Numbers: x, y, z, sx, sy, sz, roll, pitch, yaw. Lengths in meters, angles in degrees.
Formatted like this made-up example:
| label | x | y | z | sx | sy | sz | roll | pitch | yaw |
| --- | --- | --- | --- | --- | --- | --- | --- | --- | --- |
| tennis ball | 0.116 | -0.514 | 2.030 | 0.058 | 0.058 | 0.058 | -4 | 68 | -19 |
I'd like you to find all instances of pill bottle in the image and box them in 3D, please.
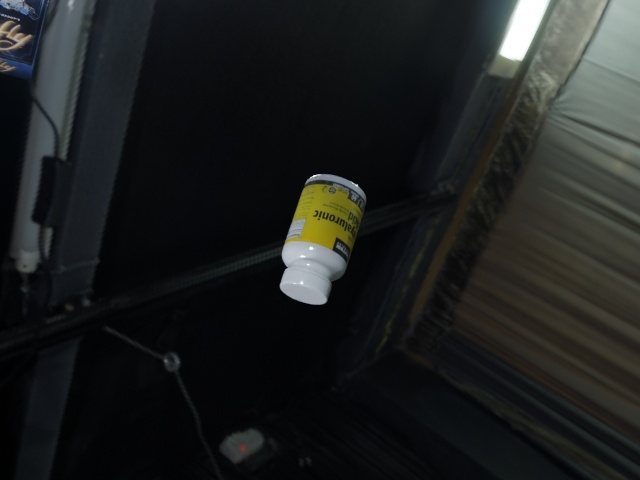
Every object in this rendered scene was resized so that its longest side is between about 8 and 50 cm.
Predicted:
| label | x | y | z | sx | sy | sz | roll | pitch | yaw |
| --- | --- | --- | --- | --- | --- | --- | --- | --- | --- |
| pill bottle | 0.000 | 0.000 | 0.801 | 0.065 | 0.065 | 0.116 | 64 | -141 | -60 |

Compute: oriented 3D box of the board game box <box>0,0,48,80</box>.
| label | x | y | z | sx | sy | sz | roll | pitch | yaw |
| --- | --- | --- | --- | --- | --- | --- | --- | --- | --- |
| board game box | -0.446 | -0.297 | 0.963 | 0.042 | 0.243 | 0.165 | 141 | 137 | -60 |
